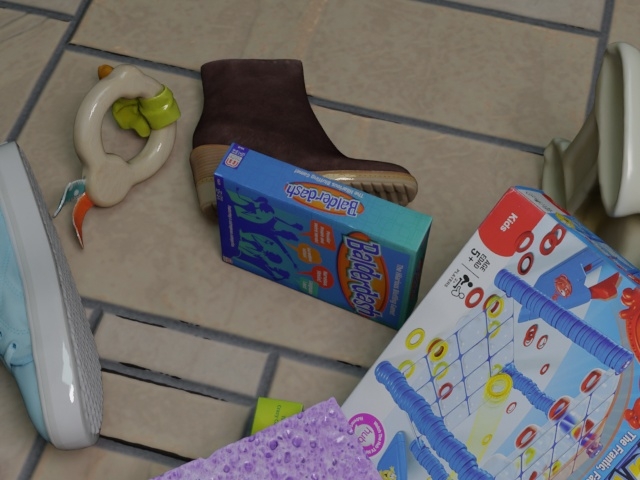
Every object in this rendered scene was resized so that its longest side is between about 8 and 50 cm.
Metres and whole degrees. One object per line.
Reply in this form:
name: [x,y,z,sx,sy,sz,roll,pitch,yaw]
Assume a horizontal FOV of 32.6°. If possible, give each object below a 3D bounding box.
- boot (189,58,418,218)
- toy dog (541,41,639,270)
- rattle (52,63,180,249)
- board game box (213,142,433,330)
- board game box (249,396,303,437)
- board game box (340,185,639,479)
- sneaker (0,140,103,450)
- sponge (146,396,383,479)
boot: [-0.020,-0.123,1.211,0.248,0.090,0.207,-1,59,2]
toy dog: [0.454,-0.001,1.037,0.408,0.284,0.395,1,60,-3]
rattle: [-0.257,-0.101,1.207,0.142,0.130,0.200,25,85,26]
board game box: [0.000,0.000,1.090,0.210,0.160,0.047,20,59,12]
board game box: [-0.051,0.242,0.969,0.043,0.092,0.181,8,57,4]
board game box: [0.194,0.165,0.925,0.302,0.086,0.308,42,106,23]
sneaker: [-0.316,0.066,1.068,0.150,0.135,0.366,-22,51,-7]
sponge: [-0.052,0.222,0.907,0.210,0.031,0.117,-22,61,-15]
